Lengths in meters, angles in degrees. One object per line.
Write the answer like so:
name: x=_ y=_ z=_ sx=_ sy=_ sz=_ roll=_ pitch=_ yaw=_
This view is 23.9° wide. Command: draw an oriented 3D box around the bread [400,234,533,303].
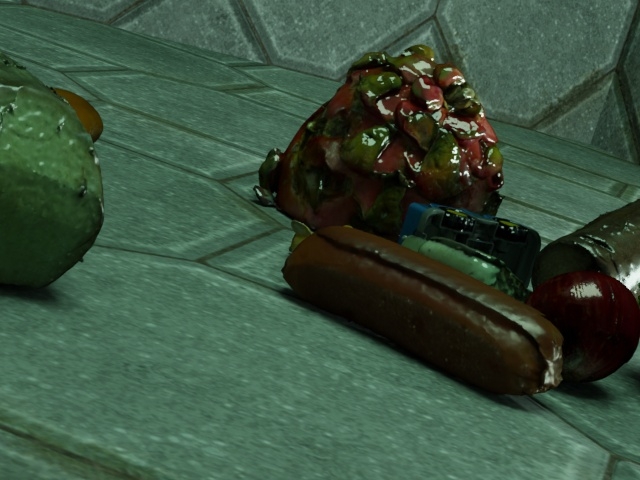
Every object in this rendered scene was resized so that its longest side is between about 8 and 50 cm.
bread: x=0.165 y=0.056 z=1.656 sx=0.172 sy=0.064 sz=0.232 roll=32 pitch=-5 yaw=-11

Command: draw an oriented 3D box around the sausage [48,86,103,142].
sausage: x=-0.345 y=-0.143 z=1.859 sx=0.098 sy=0.098 sz=0.238 roll=20 pitch=14 yaw=14

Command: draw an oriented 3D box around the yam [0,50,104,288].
yam: x=-0.318 y=-0.076 z=1.354 sx=0.203 sy=0.201 sz=0.271 roll=9 pitch=20 yaw=-32

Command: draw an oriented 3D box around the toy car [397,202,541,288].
toy car: x=0.172 y=0.008 z=1.879 sx=0.191 sy=0.097 sz=0.100 roll=11 pitch=12 yaw=-30

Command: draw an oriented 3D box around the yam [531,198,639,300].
yam: x=0.393 y=0.020 z=1.935 sx=0.131 sy=0.131 sz=0.280 roll=25 pitch=30 yaw=34

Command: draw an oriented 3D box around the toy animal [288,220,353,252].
toy animal: x=0.000 y=0.000 z=1.774 sx=0.083 sy=0.060 sz=0.081 roll=17 pitch=51 yaw=-8

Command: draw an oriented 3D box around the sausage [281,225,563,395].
sausage: x=0.102 y=0.064 z=1.524 sx=0.330 sy=0.102 sz=0.102 roll=24 pitch=13 yaw=33

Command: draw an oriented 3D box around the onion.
onion: x=0.267 y=0.089 z=1.576 sx=0.131 sy=0.131 sz=0.131 roll=17 pitch=11 yaw=-3

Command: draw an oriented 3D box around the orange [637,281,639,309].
orange: x=0.498 y=0.079 z=1.671 sx=0.301 sy=0.223 sz=0.300 roll=6 pitch=7 yaw=13

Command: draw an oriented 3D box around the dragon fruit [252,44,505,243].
dragon fruit: x=0.108 y=-0.135 z=2.051 sx=0.314 sy=0.262 sz=0.296 roll=6 pitch=16 yaw=-44
